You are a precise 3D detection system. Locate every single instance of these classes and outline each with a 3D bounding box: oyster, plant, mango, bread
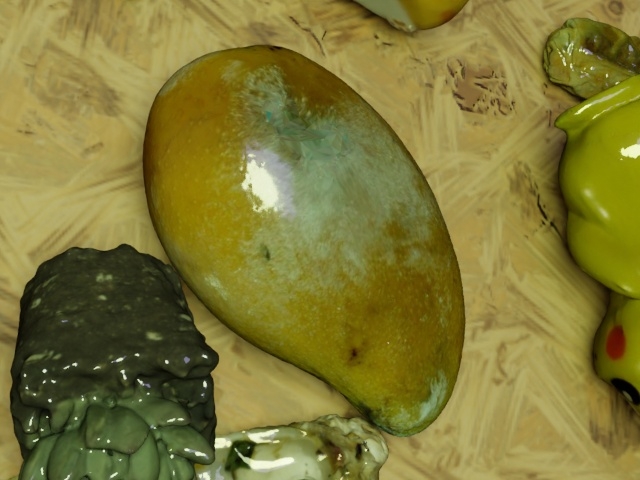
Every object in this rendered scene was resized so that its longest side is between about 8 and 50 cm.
[{"bbox_3d":[-0.099,0.195,0.764,0.294,0.094,0.166,6,59,-6],"label":"oyster"},{"bbox_3d":[-0.132,0.101,0.706,0.132,0.129,0.194,-9,46,-10],"label":"plant"},{"bbox_3d":[0.000,0.000,0.792,0.193,0.146,0.316,-41,97,-22],"label":"mango"},{"bbox_3d":[0.244,-0.152,0.942,0.110,0.060,0.066,21,104,-11],"label":"bread"}]

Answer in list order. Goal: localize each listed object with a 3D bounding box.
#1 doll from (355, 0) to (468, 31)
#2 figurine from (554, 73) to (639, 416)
[{"bbox_3d":[0.087,-0.295,0.872,0.166,0.162,0.270,31,61,6],"label":"doll"},{"bbox_3d":[0.293,0.030,0.869,0.169,0.218,0.327,-12,90,22],"label":"figurine"}]
